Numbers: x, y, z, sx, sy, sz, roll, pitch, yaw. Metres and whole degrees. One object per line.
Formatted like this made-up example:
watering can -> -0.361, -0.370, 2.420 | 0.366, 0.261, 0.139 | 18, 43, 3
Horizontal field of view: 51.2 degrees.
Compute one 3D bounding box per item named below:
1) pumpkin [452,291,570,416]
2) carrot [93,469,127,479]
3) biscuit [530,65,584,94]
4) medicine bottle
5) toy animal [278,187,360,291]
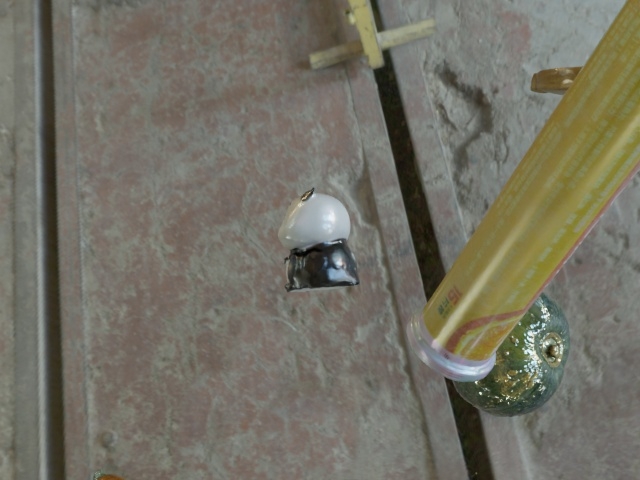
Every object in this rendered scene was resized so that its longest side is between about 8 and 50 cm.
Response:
pumpkin -> 0.462, 0.271, 1.669 | 0.257, 0.292, 0.328 | -11, 29, 51
carrot -> -0.134, 0.223, 0.506 | 0.142, 0.035, 0.035 | 35, 82, 30
biscuit -> 0.384, -0.198, 0.832 | 0.248, 0.184, 0.035 | 6, 101, 30
medicine bottle -> 0.218, -0.034, 0.640 | 0.108, 0.426, 0.108 | 15, 38, -12
toy animal -> -0.007, 0.005, 1.554 | 0.165, 0.187, 0.235 | -14, 81, 19
